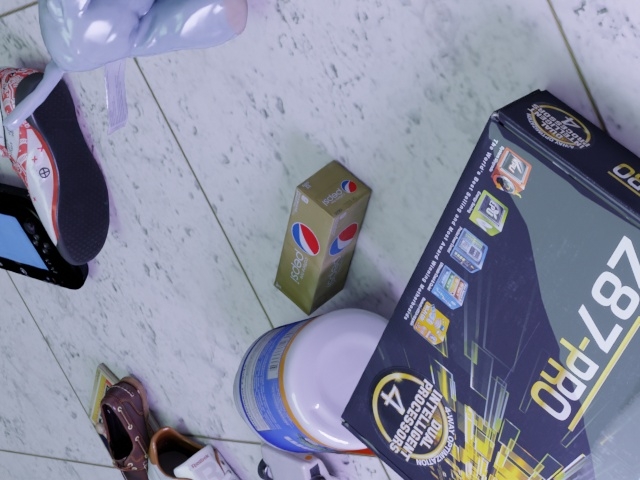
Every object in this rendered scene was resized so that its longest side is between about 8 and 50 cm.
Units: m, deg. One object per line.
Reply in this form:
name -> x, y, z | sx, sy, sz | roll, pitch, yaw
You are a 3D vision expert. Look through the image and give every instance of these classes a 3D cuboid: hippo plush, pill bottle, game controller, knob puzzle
hippo plush -> -0.207, -0.294, 1.586 | 0.236, 0.234, 0.294 | -115, 33, -46
pill bottle -> -0.008, 0.163, 1.740 | 0.152, 0.152, 0.272 | 56, 159, -3
game controller -> -0.456, -0.015, 2.252 | 0.319, 0.067, 0.166 | 13, 130, 48
knob puzzle -> -0.291, 0.303, 2.374 | 0.213, 0.030, 0.213 | 32, 142, 30

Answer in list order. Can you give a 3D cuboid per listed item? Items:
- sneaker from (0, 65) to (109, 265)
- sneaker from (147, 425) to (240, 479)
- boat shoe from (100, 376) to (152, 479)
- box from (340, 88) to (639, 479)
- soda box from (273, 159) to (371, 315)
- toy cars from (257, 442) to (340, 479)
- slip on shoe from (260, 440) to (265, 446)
sneaker -> -0.368, -0.104, 2.032 | 0.145, 0.090, 0.270 | 18, 130, 44
sneaker -> -0.150, 0.371, 2.180 | 0.290, 0.106, 0.123 | 34, 146, 30
boat shoe -> -0.286, 0.305, 2.295 | 0.073, 0.073, 0.207 | 2, 119, 27
box -> 0.217, 0.114, 1.373 | 0.318, 0.097, 0.395 | 39, 128, 19
soda box -> 0.000, 0.000, 1.675 | 0.058, 0.061, 0.181 | 40, 146, 20
toy cars -> 0.051, 0.412, 1.982 | 0.393, 0.087, 0.176 | 54, 145, 2
slip on shoe -> -0.048, 0.245, 1.988 | 0.041, 0.051, 0.135 | 15, 125, 35
